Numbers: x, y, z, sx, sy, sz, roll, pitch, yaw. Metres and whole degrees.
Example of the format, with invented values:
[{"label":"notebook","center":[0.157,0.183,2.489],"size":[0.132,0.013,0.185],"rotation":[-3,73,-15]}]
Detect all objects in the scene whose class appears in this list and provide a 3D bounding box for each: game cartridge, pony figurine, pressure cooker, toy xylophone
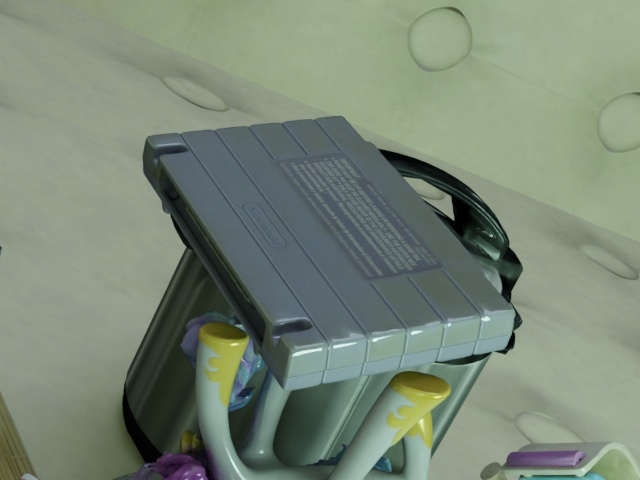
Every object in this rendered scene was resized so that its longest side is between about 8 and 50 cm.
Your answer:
[{"label":"game cartridge","center":[0.000,0.000,1.406],"size":[0.230,0.068,0.355],"rotation":[-4,35,-27]},{"label":"pony figurine","center":[-0.062,0.244,1.417],"size":[0.351,0.364,0.303],"rotation":[14,23,7]},{"label":"pressure cooker","center":[0.013,0.090,1.707],"size":[0.375,0.420,0.370],"rotation":[33,23,15]},{"label":"toy xylophone","center":[0.311,0.344,1.737],"size":[0.323,0.236,0.081],"rotation":[52,51,-16]}]

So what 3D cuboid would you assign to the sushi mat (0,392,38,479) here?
[{"label":"sushi mat","center":[-0.381,0.178,1.537],"size":[0.151,0.019,0.316],"rotation":[16,20,-33]}]

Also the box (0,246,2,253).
[{"label":"box","center":[-0.452,0.072,1.432],"size":[0.261,0.184,0.103],"rotation":[13,21,-14]}]

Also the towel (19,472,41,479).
[{"label":"towel","center":[-0.257,0.296,1.268],"size":[0.144,0.029,0.197],"rotation":[33,50,17]}]
